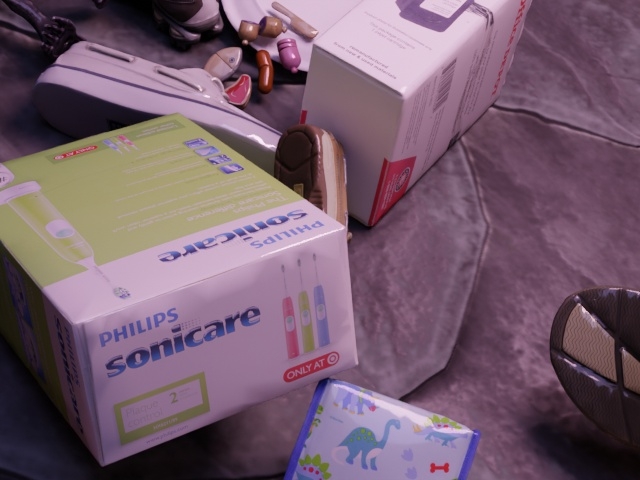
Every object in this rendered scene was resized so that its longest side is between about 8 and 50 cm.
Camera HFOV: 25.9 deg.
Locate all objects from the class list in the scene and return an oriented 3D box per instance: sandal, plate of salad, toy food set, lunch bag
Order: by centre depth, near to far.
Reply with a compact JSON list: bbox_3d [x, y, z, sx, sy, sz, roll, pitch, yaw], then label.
[{"bbox_3d":[0.034,0.192,1.025,0.129,0.096,0.151,19,79,6],"label":"lunch bag"},{"bbox_3d":[0.317,0.129,1.135,0.303,0.086,0.120,22,86,-13],"label":"sandal"},{"bbox_3d":[-0.060,-0.175,1.333,0.078,0.019,0.122,36,77,11],"label":"toy food set"},{"bbox_3d":[-0.003,-0.244,1.409,0.200,0.048,0.199,4,60,-8],"label":"plate of salad"}]

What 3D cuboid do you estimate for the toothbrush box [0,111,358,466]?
[{"bbox_3d":[-0.133,0.021,1.049,0.206,0.122,0.283,-20,29,-24],"label":"toothbrush box"}]

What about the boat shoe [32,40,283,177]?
[{"bbox_3d":[-0.124,-0.113,1.255,0.268,0.096,0.088,17,54,15],"label":"boat shoe"}]

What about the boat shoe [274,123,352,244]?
[{"bbox_3d":[0.000,0.000,1.169,0.068,0.072,0.190,2,82,37],"label":"boat shoe"}]

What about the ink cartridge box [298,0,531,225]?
[{"bbox_3d":[0.087,-0.155,1.269,0.100,0.172,0.237,33,52,17],"label":"ink cartridge box"}]

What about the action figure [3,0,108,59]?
[{"bbox_3d":[-0.321,-0.296,1.332,0.276,0.141,0.164,36,76,15],"label":"action figure"}]

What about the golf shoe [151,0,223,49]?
[{"bbox_3d":[-0.171,-0.279,1.380,0.198,0.094,0.077,35,54,20],"label":"golf shoe"}]
